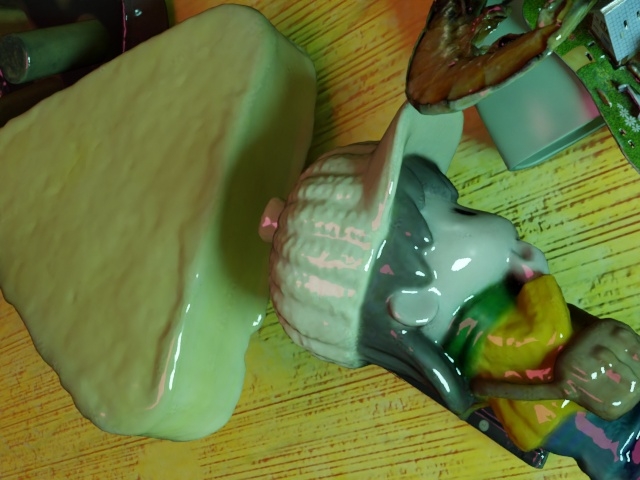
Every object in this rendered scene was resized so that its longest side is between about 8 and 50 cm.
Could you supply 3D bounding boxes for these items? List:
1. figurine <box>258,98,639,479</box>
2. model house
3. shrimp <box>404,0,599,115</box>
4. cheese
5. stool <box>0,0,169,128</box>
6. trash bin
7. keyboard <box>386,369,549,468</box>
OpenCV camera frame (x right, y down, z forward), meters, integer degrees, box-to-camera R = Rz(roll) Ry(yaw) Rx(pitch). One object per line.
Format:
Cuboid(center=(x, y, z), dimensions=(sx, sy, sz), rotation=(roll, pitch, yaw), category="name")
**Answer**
Cuboid(center=(0.101, 0.064, 0.739), dimensions=(0.204, 0.185, 0.332), rotation=(-40, 78, 10), category="figurine")
Cuboid(center=(0.217, -0.131, 0.653), dimensions=(0.117, 0.088, 0.167), rotation=(-33, 78, 6), category="model house")
Cuboid(center=(0.126, -0.165, 0.671), dimensions=(0.148, 0.035, 0.195), rotation=(-18, 45, 48), category="shrimp")
Cuboid(center=(-0.142, -0.052, 0.927), dimensions=(0.384, 0.104, 0.383), rotation=(-11, 68, 30), category="cheese")
Cuboid(center=(-0.306, -0.214, 1.078), dimensions=(0.272, 0.179, 0.271), rotation=(10, 105, 40), category="stool")
Cuboid(center=(0.160, -0.134, 0.758), dimensions=(0.116, 0.059, 0.129), rotation=(-33, 78, 39), category="trash bin")
Cuboid(center=(0.107, 0.104, 0.878), dimensions=(0.231, 0.023, 0.072), rotation=(32, 111, 33), category="keyboard")
